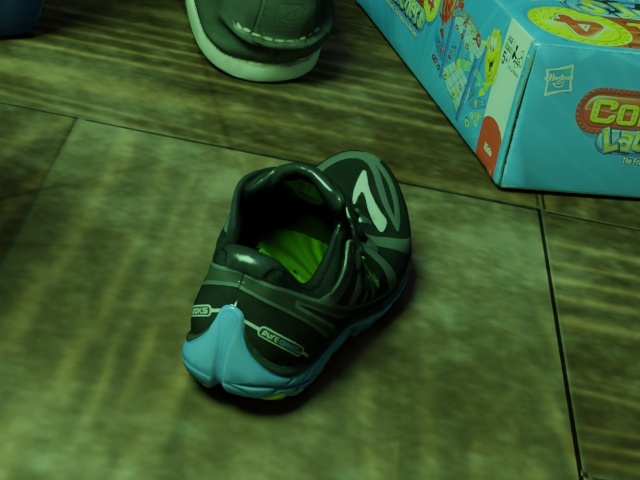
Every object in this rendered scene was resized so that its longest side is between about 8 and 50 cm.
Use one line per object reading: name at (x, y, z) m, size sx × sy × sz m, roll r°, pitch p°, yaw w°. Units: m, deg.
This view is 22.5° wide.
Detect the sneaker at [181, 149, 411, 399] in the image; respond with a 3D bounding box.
sneaker at (0.000, 0.000, 0.682) m, size 0.067 × 0.078 × 0.188 m, roll 19°, pitch 26°, yaw 13°

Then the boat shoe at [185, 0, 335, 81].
boat shoe at (-0.064, -0.242, 1.015) m, size 0.112 × 0.095 × 0.335 m, roll -5°, pitch 49°, yaw -24°

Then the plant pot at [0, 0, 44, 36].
plant pot at (-0.278, -0.253, 0.866) m, size 0.212 × 0.236 × 0.236 m, roll -17°, pitch 48°, yaw -42°

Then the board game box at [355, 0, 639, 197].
board game box at (0.210, -0.126, 1.019) m, size 0.308 × 0.086 × 0.302 m, roll 3°, pitch 27°, yaw -18°
